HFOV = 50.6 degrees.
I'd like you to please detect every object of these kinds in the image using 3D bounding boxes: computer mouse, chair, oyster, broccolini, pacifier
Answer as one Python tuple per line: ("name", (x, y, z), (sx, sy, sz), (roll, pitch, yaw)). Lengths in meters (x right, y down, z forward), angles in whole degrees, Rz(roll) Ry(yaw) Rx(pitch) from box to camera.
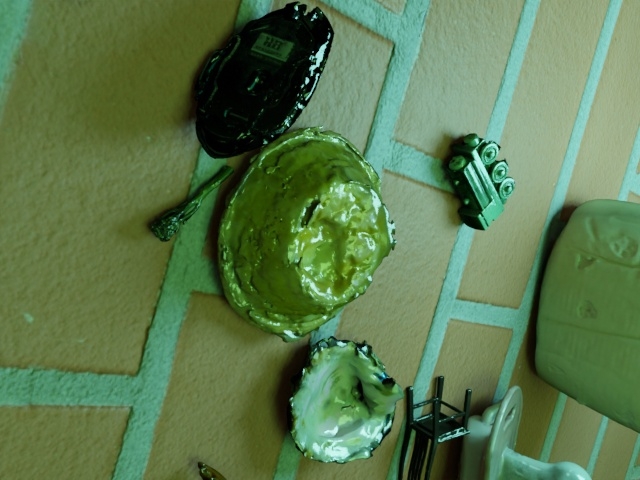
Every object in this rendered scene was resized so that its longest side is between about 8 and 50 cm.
("computer mouse", (-0.068, -0.194, 0.840), (0.242, 0.146, 0.077), (-59, 159, -12))
("chair", (0.214, 0.375, 1.275), (0.101, 0.084, 0.213), (-8, 108, -35))
("oyster", (0.045, 0.257, 1.093), (0.259, 0.092, 0.198), (18, 90, -34))
("broccolini", (-0.159, -0.052, 0.856), (0.030, 0.035, 0.140), (42, 65, 3))
("pacifier", (0.382, 0.459, 1.362), (0.220, 0.273, 0.332), (0, 102, -25))

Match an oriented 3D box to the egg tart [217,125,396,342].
("egg tart", (0.000, 0.000, 0.954), (0.315, 0.120, 0.315), (-13, 111, -37))

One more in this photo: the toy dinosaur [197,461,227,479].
("toy dinosaur", (-0.170, 0.432, 0.946), (0.208, 0.097, 0.432), (-43, 124, -7))

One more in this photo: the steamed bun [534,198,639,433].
("steamed bun", (0.688, 0.156, 1.433), (0.290, 0.371, 0.456), (-3, 108, -42))

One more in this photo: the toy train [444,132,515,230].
("toy train", (0.280, -0.107, 1.204), (0.111, 0.071, 0.170), (-47, 128, -12))
